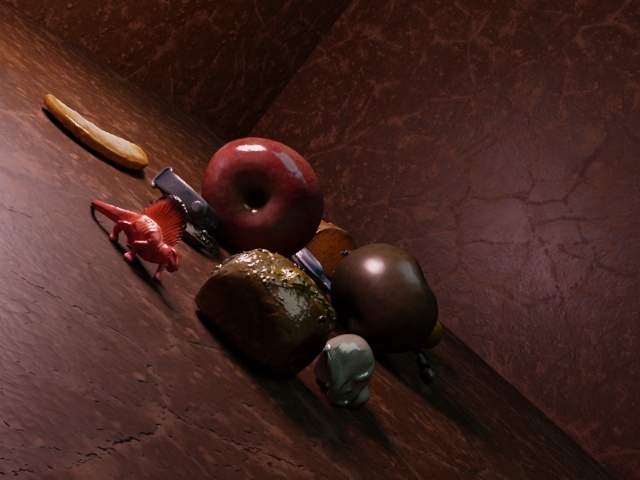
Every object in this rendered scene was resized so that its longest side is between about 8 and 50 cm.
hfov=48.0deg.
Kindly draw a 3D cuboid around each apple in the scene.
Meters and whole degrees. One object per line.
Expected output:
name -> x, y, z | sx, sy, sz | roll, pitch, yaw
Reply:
apple -> -0.152, -0.115, 1.959 | 0.345, 0.344, 0.269 | 39, 8, 4

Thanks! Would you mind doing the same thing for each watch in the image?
watch -> -0.325, -0.093, 1.771 | 0.206, 0.068, 0.193 | 41, -10, 9

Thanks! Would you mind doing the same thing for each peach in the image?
peach -> 0.329, 0.286, 2.567 | 0.251, 0.153, 0.251 | 32, 12, -7

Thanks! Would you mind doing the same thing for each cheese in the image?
cheese -> -0.044, 0.110, 2.206 | 0.086, 0.036, 0.162 | 27, 13, -47
cheese -> -0.024, 0.093, 2.344 | 0.244, 0.052, 0.135 | 47, 7, -14

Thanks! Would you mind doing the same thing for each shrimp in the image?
shrimp -> -0.322, -0.035, 1.700 | 0.190, 0.042, 0.101 | 39, -1, 9

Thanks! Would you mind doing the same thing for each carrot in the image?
carrot -> 0.000, 0.000, 2.534 | 0.196, 0.196, 0.254 | 35, 8, -27

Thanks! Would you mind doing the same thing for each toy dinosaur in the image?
toy dinosaur -> -0.324, -0.044, 1.330 | 0.286, 0.139, 0.070 | 43, 7, 33

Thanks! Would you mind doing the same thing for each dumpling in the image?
dumpling -> 0.052, 0.268, 1.453 | 0.229, 0.124, 0.151 | 5, 70, -68

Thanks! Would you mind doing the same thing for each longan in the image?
longan -> 0.184, 0.161, 2.062 | 0.288, 0.288, 0.350 | 30, 23, -50

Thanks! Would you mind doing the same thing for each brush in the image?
brush -> 0.336, 0.398, 2.307 | 0.299, 0.039, 0.042 | -62, 143, -84

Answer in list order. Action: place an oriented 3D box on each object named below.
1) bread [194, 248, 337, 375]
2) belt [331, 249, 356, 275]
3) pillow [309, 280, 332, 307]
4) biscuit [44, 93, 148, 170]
bread -> -0.097, 0.115, 1.335 | 0.246, 0.176, 0.195 | 41, 5, 20
belt -> 0.177, 0.164, 2.331 | 0.295, 0.206, 0.160 | 34, 7, 33
pillow -> -0.059, 0.119, 2.065 | 0.233, 0.038, 0.131 | 42, 9, 26
biscuit -> -0.566, -0.258, 1.864 | 0.309, 0.040, 0.204 | 31, 10, -44
